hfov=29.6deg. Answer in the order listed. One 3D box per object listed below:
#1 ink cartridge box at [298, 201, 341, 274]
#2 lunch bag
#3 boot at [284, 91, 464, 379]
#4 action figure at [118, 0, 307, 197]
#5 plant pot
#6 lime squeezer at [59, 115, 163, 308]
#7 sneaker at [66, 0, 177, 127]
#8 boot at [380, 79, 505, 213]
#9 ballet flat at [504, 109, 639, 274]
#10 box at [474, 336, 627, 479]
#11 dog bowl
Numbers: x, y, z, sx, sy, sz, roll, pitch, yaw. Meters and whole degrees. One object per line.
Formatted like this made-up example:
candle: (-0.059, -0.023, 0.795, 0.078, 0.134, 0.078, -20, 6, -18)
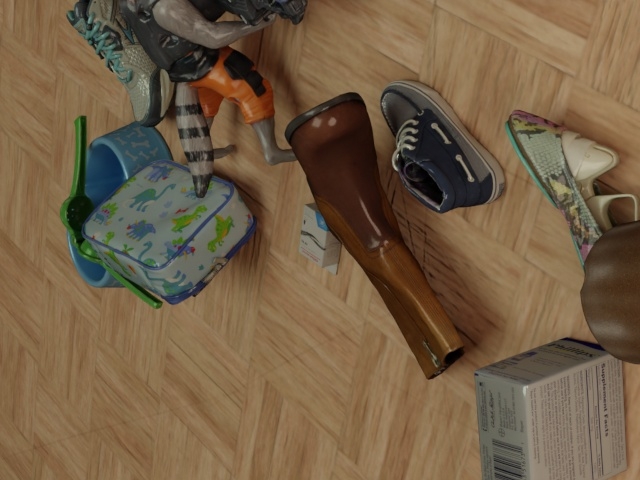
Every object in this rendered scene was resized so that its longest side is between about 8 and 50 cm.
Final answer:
ink cartridge box: (0.000, 0.000, 1.482, 0.048, 0.028, 0.083, 34, 127, 42)
lunch bag: (-0.200, -0.019, 1.623, 0.219, 0.176, 0.090, 21, 152, 45)
boot: (0.062, 0.004, 1.279, 0.280, 0.096, 0.264, 62, 167, 19)
action figure: (-0.134, -0.226, 1.428, 0.341, 0.179, 0.330, 22, 143, 61)
plant pot: (0.314, 0.039, 0.992, 0.165, 0.167, 0.166, -8, 95, 62)
lime squeezer: (-0.319, -0.020, 1.764, 0.110, 0.059, 0.310, -29, 75, 19)
sneaker: (-0.291, -0.290, 1.690, 0.110, 0.122, 0.283, -18, 87, 54)
boot: (0.104, -0.103, 1.266, 0.190, 0.086, 0.069, 46, 134, 33)
ballet flat: (0.253, -0.035, 1.118, 0.079, 0.077, 0.221, -30, 81, 33)
box: (0.222, 0.173, 1.159, 0.072, 0.137, 0.126, 10, 108, 52)
dog bowl: (-0.308, -0.045, 1.831, 0.166, 0.074, 0.297, 53, 138, 27)
